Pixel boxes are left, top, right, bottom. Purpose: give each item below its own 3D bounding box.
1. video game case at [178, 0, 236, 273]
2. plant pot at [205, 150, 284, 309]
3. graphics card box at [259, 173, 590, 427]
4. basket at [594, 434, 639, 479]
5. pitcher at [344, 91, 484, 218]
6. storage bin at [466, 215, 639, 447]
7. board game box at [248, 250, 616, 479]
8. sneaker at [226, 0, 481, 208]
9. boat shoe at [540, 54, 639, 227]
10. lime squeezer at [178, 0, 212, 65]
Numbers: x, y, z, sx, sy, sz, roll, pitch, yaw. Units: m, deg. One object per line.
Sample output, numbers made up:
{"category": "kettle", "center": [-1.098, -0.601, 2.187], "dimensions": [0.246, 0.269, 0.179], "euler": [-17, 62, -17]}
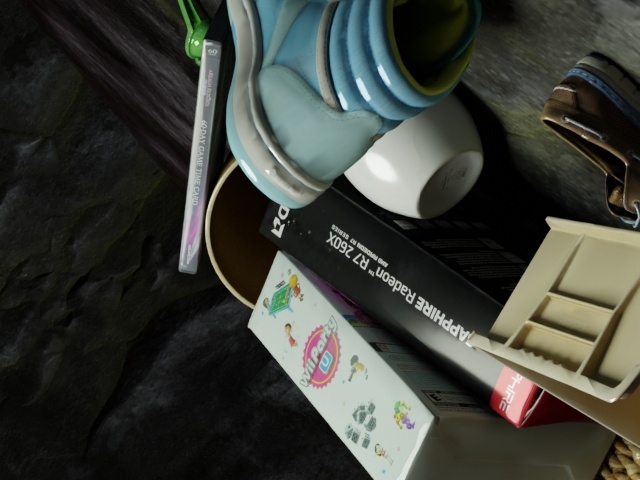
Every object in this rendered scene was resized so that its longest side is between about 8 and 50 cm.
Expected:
{"category": "video game case", "center": [-0.125, -0.126, 1.617], "dimensions": [0.026, 0.274, 0.196], "euler": [9, -156, 0]}
{"category": "plant pot", "center": [-0.023, -0.065, 1.687], "dimensions": [0.237, 0.237, 0.254], "euler": [49, -169, -23]}
{"category": "graphics card box", "center": [0.143, 0.040, 1.350], "dimensions": [0.232, 0.094, 0.371], "euler": [1, -152, -47]}
{"category": "basket", "center": [0.322, 0.283, 1.406], "dimensions": [0.213, 0.223, 0.299], "euler": [20, -176, -12]}
{"category": "pitcher", "center": [0.056, -0.133, 1.300], "dimensions": [0.207, 0.125, 0.178], "euler": [47, 153, 28]}
{"category": "storage bin", "center": [0.289, 0.108, 1.038], "dimensions": [0.262, 0.123, 0.260], "euler": [32, 176, -17]}
{"category": "board game box", "center": [0.100, 0.128, 1.351], "dimensions": [0.224, 0.098, 0.303], "euler": [9, -158, -34]}
{"category": "sneaker", "center": [0.033, -0.188, 1.138], "dimensions": [0.127, 0.208, 0.319], "euler": [36, -144, -37]}
{"category": "boat shoe", "center": [0.230, -0.044, 0.992], "dimensions": [0.183, 0.066, 0.066], "euler": [44, 172, 6]}
{"category": "lime squeezer", "center": [-0.134, -0.244, 1.876], "dimensions": [0.310, 0.059, 0.110], "euler": [51, 171, -29]}
